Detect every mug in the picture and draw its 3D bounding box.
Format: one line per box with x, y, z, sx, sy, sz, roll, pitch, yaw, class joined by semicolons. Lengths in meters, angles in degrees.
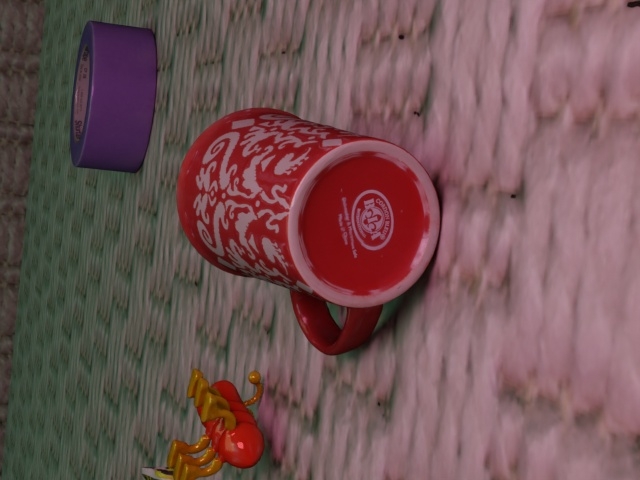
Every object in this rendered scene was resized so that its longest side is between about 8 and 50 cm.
0.005;-0.009;0.713;0.113;0.150;0.169;-50;22;-10;mug

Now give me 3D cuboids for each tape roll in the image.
-0.268;-0.184;1.532;0.189;0.080;0.189;-176;90;-70;tape roll

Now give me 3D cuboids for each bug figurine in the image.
-0.082;0.246;0.902;0.216;0.072;0.279;56;133;52;bug figurine

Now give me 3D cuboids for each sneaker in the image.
-0.160;0.244;1.186;0.083;0.031;0.035;160;113;-69;sneaker
